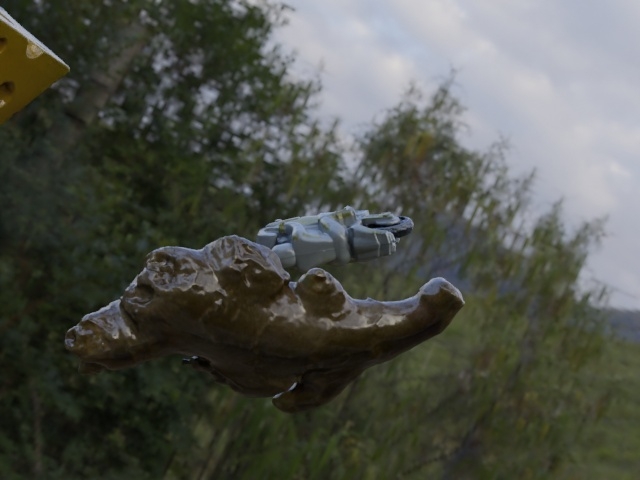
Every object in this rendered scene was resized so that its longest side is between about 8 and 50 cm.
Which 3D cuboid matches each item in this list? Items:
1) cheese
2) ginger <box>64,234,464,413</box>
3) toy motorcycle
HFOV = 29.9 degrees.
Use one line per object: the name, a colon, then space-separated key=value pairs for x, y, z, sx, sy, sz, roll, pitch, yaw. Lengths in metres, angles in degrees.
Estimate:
cheese: x=-0.282 y=-0.165 z=0.904 sx=0.093 sy=0.126 sz=0.171 roll=40 pitch=-20 yaw=21
ginger: x=-0.051 y=0.076 z=1.042 sx=0.333 sy=0.166 sz=0.080 roll=8 pitch=34 yaw=-25
toy motorcycle: x=0.000 y=0.000 z=1.514 sx=0.229 sy=0.074 sz=0.151 roll=0 pitch=16 yaw=31
